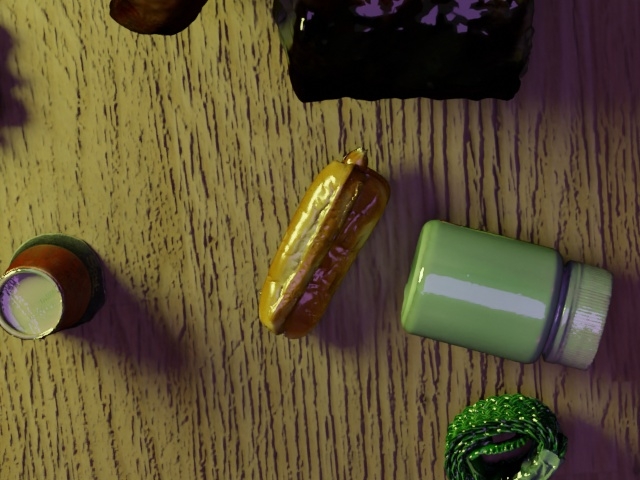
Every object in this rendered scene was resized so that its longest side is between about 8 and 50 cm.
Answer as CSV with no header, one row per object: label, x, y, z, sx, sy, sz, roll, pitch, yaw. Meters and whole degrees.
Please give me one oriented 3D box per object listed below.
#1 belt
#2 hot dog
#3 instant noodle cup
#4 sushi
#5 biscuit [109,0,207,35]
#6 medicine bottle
belt,0.222,0.246,1.948,0.151,0.079,0.121,-27,108,20
hot dog,0.000,0.000,1.915,0.102,0.076,0.249,18,106,-37
instant noodle cup,-0.330,0.062,1.917,0.127,0.136,0.127,1,100,5
sushi,0.093,-0.295,1.748,0.294,0.281,0.300,2,94,-2
biscuit,-0.097,-0.395,1.686,0.091,0.407,0.407,25,102,-13
medicine bottle,0.213,0.066,1.878,0.225,0.139,0.139,14,101,2
